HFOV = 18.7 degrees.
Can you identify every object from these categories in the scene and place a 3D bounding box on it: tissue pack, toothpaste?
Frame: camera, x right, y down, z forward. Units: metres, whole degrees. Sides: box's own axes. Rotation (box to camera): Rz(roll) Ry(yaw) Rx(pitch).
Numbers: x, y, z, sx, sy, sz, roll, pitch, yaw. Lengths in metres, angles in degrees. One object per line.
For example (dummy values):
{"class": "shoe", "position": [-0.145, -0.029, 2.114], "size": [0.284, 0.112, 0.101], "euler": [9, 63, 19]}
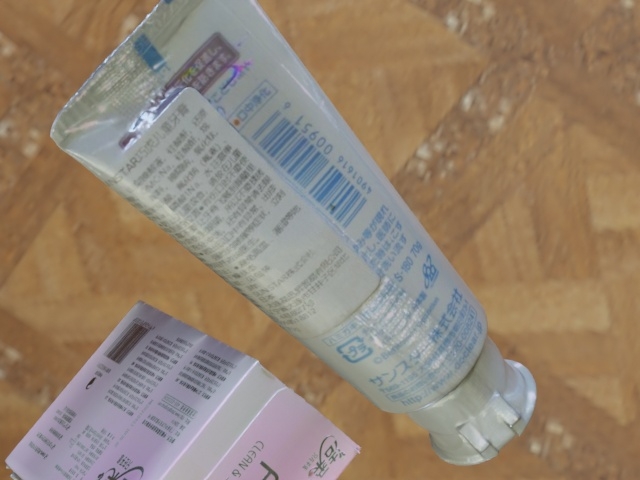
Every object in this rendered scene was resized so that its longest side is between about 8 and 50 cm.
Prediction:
{"class": "tissue pack", "position": [-0.095, 0.136, 1.211], "size": [0.092, 0.148, 0.246], "euler": [44, 170, -21]}
{"class": "toothpaste", "position": [0.000, 0.000, 0.927], "size": [0.299, 0.114, 0.073], "euler": [47, 171, -33]}
